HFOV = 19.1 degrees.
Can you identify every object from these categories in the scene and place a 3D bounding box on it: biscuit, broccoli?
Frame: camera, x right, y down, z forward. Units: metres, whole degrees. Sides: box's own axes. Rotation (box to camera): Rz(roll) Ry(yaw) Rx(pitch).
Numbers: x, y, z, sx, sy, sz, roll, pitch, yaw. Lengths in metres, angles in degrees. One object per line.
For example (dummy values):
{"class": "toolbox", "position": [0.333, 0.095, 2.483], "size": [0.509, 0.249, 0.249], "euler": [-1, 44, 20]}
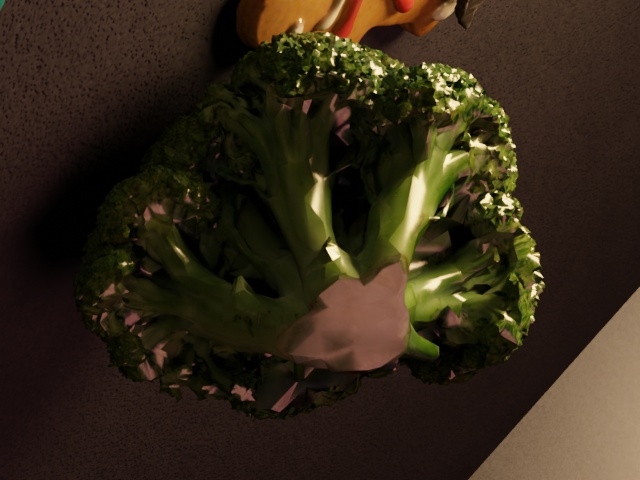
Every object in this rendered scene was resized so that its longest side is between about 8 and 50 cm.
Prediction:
{"class": "biscuit", "position": [0.050, -0.230, 1.684], "size": [0.339, 0.047, 0.216], "euler": [-21, 143, -52]}
{"class": "broccoli", "position": [0.003, -0.008, 1.605], "size": [0.310, 0.413, 0.321], "euler": [161, -61, -68]}

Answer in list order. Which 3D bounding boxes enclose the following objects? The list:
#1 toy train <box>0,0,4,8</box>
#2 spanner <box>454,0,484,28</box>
{"class": "toy train", "position": [-0.259, -0.171, 1.096], "size": [0.163, 0.112, 0.203], "euler": [-41, 159, -36]}
{"class": "spanner", "position": [0.131, -0.281, 1.680], "size": [0.087, 0.024, 0.316], "euler": [-48, 157, -7]}
